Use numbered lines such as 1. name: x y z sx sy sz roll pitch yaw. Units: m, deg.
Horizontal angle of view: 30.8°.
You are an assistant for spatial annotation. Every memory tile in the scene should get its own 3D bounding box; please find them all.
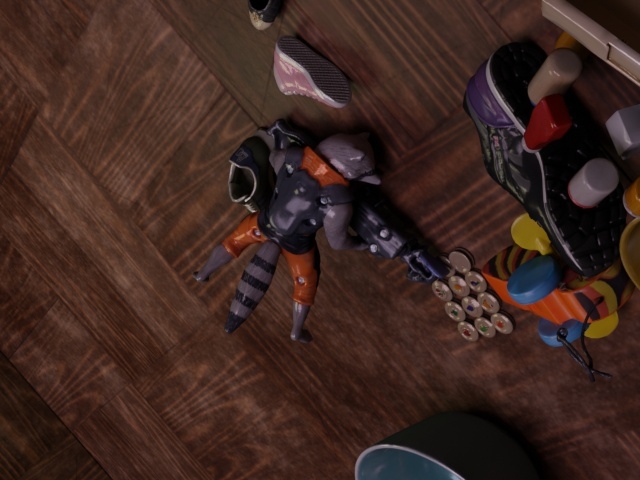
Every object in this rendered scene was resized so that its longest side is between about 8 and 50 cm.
1. memory tile: 0.210 0.081 1.677 0.113 0.012 0.148 -20 107 53

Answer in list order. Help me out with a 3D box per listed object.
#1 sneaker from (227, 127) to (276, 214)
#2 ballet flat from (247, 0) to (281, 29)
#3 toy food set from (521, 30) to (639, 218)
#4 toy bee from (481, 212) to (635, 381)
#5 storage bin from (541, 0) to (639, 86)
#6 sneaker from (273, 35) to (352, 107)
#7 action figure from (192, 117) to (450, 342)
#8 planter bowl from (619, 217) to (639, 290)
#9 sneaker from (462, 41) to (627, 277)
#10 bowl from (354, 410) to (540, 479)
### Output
1. sneaker: -0.112 -0.080 1.807 0.064 0.086 0.192 30 142 24
2. ballet flat: -0.082 -0.352 1.547 0.057 0.049 0.173 33 142 23
3. toy food set: 0.284 -0.119 1.251 0.104 0.111 0.232 114 137 -72
4. toy bee: 0.323 0.058 1.419 0.195 0.162 0.298 52 180 -42
5. storage bin: 0.362 -0.239 0.984 0.262 0.260 0.123 39 -178 12
6. sneaker: -0.014 -0.218 1.603 0.134 0.051 0.070 43 147 14
7. action figure: 0.000 0.000 1.650 0.341 0.178 0.330 35 115 15
8. planter bowl: 0.447 0.011 1.270 0.217 0.090 0.217 29 153 16
9. sneaker: 0.260 -0.085 1.371 0.283 0.107 0.124 68 156 9
10. bowl: 0.225 0.392 1.826 0.311 0.163 0.312 29 141 27
